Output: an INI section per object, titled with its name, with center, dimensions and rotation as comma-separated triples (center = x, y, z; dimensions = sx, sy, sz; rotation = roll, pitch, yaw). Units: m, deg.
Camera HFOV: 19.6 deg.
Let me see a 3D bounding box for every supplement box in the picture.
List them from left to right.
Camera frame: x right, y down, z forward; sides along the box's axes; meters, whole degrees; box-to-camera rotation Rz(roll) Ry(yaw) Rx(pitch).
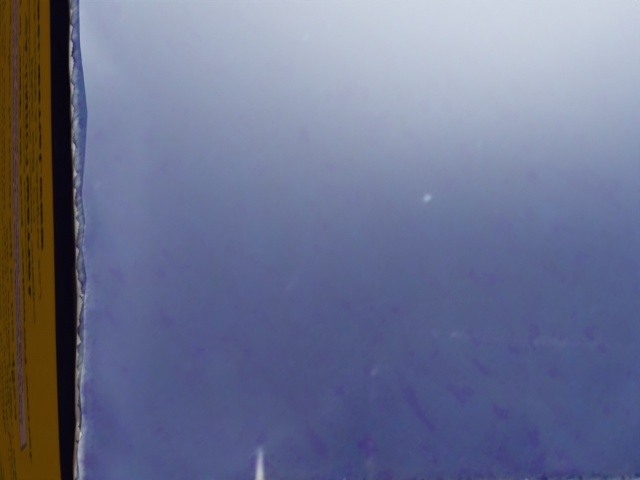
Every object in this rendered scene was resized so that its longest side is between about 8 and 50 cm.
[supplement box]
center = 0.000, 0.000, 0.563
dimensions = 0.194, 0.356, 0.195
rotation = 0, 79, -13
